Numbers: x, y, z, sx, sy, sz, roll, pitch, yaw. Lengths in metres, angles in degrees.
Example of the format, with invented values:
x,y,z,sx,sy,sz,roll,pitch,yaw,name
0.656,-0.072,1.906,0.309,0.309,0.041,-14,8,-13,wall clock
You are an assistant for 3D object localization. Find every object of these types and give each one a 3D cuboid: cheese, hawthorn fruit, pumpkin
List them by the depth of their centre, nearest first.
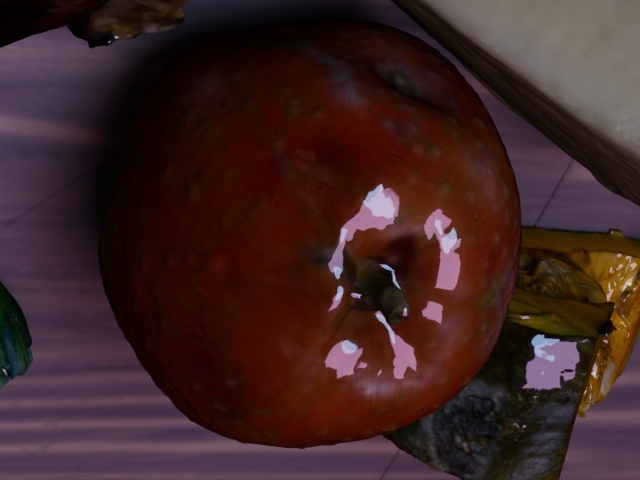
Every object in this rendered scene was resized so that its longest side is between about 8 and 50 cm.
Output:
x,y,z,sx,sy,sz,roll,pitch,yaw,name
0.160,-0.119,1.178,0.384,0.384,0.104,37,93,-38,cheese
0.000,0.000,1.202,0.275,0.299,0.275,-5,108,-15,hawthorn fruit
0.171,0.083,1.407,0.281,0.190,0.139,3,116,-29,pumpkin

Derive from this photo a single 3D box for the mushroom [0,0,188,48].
x,y,z,sx,sy,sz,roll,pitch,yaw,name
-0.170,-0.245,0.996,0.356,0.331,0.334,-32,102,-41,mushroom

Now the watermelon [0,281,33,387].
x,y,z,sx,sy,sz,roll,pitch,yaw,name
-0.335,0.089,1.138,0.292,0.222,0.319,-31,128,-2,watermelon
